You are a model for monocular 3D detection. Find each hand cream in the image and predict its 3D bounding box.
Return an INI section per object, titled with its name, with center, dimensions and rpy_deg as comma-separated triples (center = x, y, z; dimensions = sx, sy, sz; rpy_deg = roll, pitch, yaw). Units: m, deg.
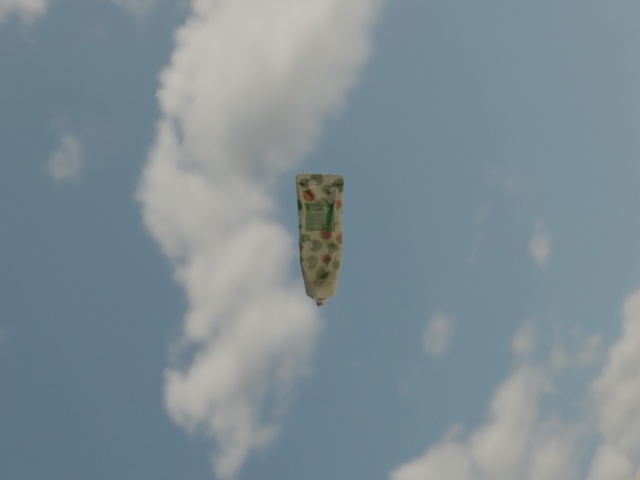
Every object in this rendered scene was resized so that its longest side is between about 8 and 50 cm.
[hand cream]
center = 0.000, 0.000, 1.846
dimensions = 0.037, 0.057, 0.165
rpy_deg = -69, -20, -68
